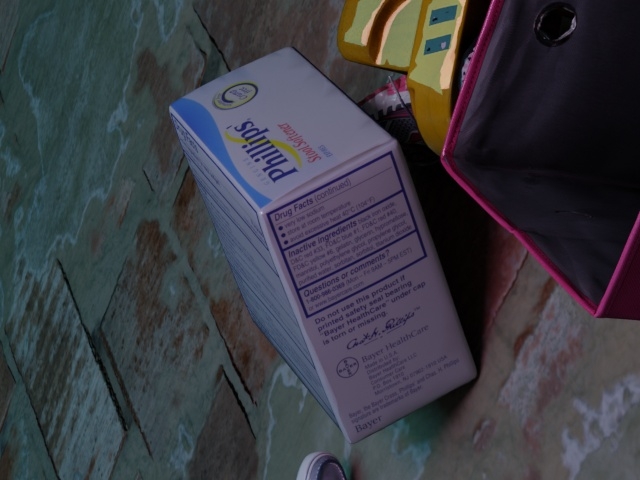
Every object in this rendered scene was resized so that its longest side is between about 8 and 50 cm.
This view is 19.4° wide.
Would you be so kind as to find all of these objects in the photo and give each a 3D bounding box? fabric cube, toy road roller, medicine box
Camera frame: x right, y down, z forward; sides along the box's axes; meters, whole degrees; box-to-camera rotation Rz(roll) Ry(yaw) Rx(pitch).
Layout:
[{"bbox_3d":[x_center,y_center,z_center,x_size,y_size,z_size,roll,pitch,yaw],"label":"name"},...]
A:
[{"bbox_3d":[0.282,-0.100,1.335,0.259,0.258,0.254,51,129,54],"label":"fabric cube"},{"bbox_3d":[0.155,-0.226,1.576,0.241,0.202,0.329,13,94,34],"label":"toy road roller"},{"bbox_3d":[0.000,0.000,1.817,0.263,0.149,0.289,48,161,56],"label":"medicine box"}]

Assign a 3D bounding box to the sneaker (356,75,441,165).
[{"bbox_3d":[0.112,-0.116,1.821,0.112,0.121,0.299,63,156,1],"label":"sneaker"}]

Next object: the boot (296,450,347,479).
[{"bbox_3d":[0.027,0.310,1.936,0.086,0.069,0.190,-17,77,52],"label":"boot"}]
